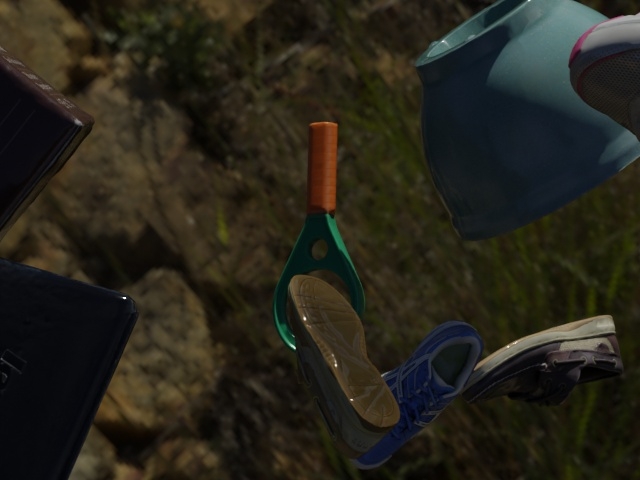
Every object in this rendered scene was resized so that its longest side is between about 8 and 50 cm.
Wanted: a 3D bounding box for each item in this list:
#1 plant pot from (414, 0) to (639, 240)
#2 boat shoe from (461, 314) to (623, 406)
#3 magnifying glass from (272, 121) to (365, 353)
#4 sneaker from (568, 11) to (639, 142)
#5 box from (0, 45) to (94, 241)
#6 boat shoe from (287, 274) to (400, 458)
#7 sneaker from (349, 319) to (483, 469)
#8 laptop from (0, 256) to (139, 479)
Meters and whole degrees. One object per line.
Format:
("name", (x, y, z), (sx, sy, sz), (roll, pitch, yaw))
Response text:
("plant pot", (0.224, -0.162, 1.695), (0.293, 0.196, 0.293), (-33, 10, 6))
("boat shoe", (0.297, 0.171, 2.005), (0.285, 0.092, 0.103), (-14, -19, -41))
("magnifying glass", (0.000, 0.000, 1.485), (0.092, 0.026, 0.231), (-3, 81, 25))
("sneaker", (0.272, -0.058, 0.997), (0.111, 0.252, 0.103), (-59, -5, -34))
("box", (-0.271, -0.072, 0.949), (0.167, 0.203, 0.168), (-51, 8, 0))
("boat shoe", (0.004, 0.079, 0.971), (0.045, 0.050, 0.135), (-57, 38, 31))
("sneaker", (0.104, 0.171, 1.736), (0.211, 0.080, 0.081), (-50, 6, -8))
("laptop", (-0.333, 0.183, 0.772), (0.408, 0.236, 0.382), (-28, 36, 58))
